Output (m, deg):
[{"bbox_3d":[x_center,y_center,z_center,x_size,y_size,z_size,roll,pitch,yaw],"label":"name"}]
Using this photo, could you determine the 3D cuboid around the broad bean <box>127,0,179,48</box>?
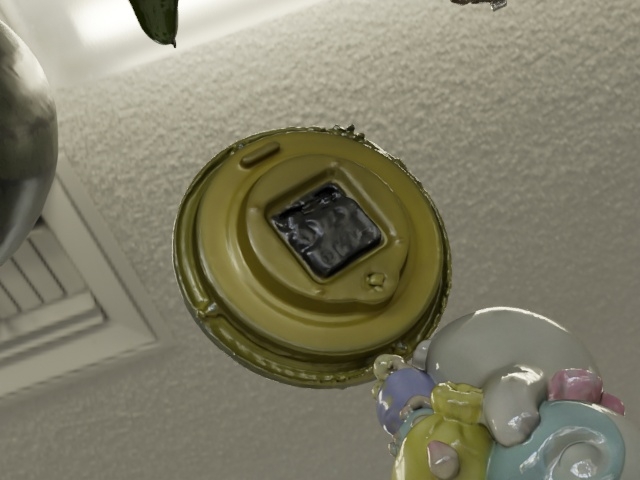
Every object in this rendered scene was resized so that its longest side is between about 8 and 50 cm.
[{"bbox_3d":[-0.150,-0.270,0.771,0.065,0.254,0.046,-19,0,28],"label":"broad bean"}]

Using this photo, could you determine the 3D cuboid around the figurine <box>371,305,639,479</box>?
[{"bbox_3d":[0.122,0.130,0.570,0.155,0.235,0.127,13,-73,-12],"label":"figurine"}]

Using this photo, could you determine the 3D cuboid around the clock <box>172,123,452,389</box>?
[{"bbox_3d":[0.000,0.000,0.794,0.237,0.237,0.057,-6,-25,-17],"label":"clock"}]

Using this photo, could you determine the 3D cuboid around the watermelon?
[{"bbox_3d":[-0.373,-0.088,0.885,0.279,0.359,0.278,-4,-68,-10],"label":"watermelon"}]

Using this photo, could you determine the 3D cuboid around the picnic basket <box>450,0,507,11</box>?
[{"bbox_3d":[0.182,-0.331,1.139,0.138,0.128,0.178,-20,-14,13],"label":"picnic basket"}]
